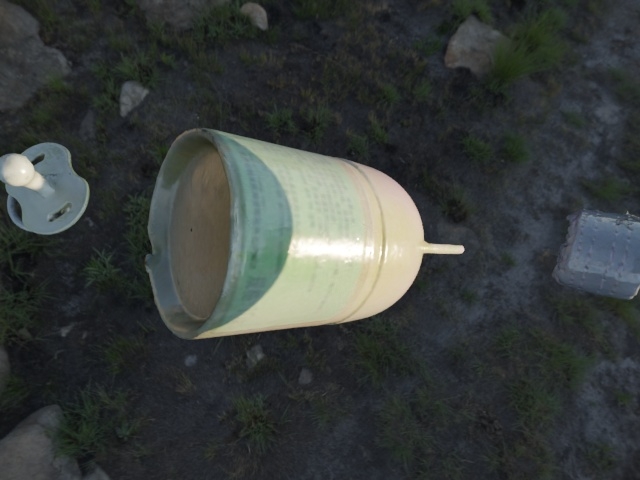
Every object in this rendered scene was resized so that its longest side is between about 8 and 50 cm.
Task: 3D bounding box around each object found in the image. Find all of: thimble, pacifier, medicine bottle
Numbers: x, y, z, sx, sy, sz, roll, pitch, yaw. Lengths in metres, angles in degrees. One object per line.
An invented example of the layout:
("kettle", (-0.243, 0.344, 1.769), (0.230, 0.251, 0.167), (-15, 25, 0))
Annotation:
("thimble", (0.468, 0.019, 0.675), (0.118, 0.127, 0.151), (15, 33, 28))
("pacifier", (-0.224, -0.044, 0.311), (0.068, 0.064, 0.083), (-34, 75, -5))
("medicine bottle", (0.000, 0.000, 0.568), (0.407, 0.236, 0.235), (2, 60, -41))
